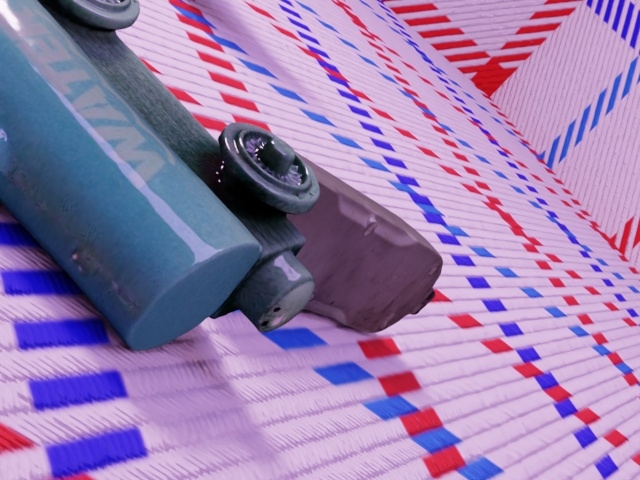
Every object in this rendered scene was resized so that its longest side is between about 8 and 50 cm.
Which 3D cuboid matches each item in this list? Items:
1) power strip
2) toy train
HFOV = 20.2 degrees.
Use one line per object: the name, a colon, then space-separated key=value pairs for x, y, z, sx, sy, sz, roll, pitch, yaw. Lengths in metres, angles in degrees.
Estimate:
power strip: x=0.002 y=0.002 z=1.064 sx=0.048 sy=0.080 sz=0.286 roll=48 pitch=10 yaw=26
toy train: x=-0.112 y=-0.049 z=0.839 sx=0.248 sy=0.101 sz=0.159 roll=47 pitch=27 yaw=16
